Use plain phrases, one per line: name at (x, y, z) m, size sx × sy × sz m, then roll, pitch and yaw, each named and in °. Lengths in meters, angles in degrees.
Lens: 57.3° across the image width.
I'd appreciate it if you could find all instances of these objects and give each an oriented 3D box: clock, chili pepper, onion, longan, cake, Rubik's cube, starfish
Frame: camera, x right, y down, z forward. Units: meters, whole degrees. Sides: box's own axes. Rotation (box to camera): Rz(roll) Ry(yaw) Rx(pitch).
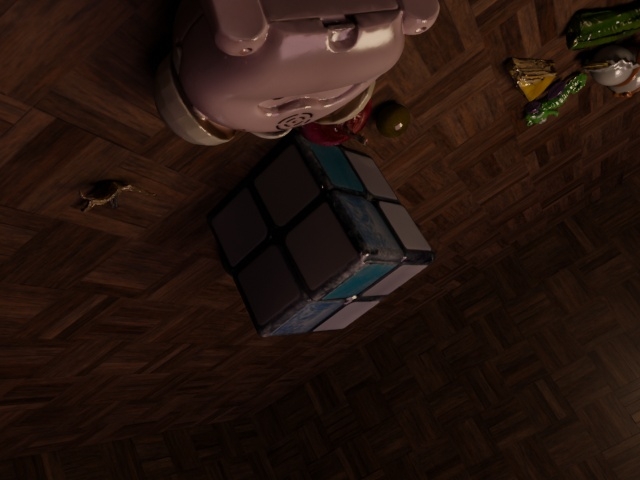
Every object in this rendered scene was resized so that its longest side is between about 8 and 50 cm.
clock at (-0.046, -0.255, 0.794) m, size 0.342 × 0.184 × 0.326 m, roll -9°, pitch 170°, yaw -22°
chili pepper at (0.712, -0.507, 1.358) m, size 0.359 × 0.076 × 0.084 m, roll -18°, pitch 131°, yaw -24°
onion at (0.043, -0.216, 1.082) m, size 0.150 × 0.140 × 0.150 m, roll -28°, pitch 159°, yaw -12°
longan at (0.154, -0.256, 1.242) m, size 0.075 × 0.075 × 0.083 m, roll -36°, pitch -162°, yaw 18°
cake at (0.504, -0.385, 1.359) m, size 0.116 × 0.079 × 0.185 m, roll -33°, pitch 154°, yaw 16°
Rubik's cube at (0.000, 0.000, 1.272) m, size 0.313 × 0.316 × 0.318 m, roll -41°, pitch 154°, yaw 26°
starfish at (-0.357, -0.083, 1.028) m, size 0.130 × 0.041 × 0.133 m, roll -14°, pitch -179°, yaw -21°

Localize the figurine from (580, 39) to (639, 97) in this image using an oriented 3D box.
figurine at (0.768, -0.433, 1.500) m, size 0.271 × 0.143 × 0.143 m, roll -19°, pitch 156°, yaw -27°

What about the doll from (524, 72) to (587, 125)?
doll at (0.628, -0.375, 1.565) m, size 0.190 × 0.050 × 0.115 m, roll -43°, pitch 151°, yaw 26°

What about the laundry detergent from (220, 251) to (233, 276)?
laundry detergent at (-0.188, 0.031, 1.457) m, size 0.137 × 0.063 × 0.211 m, roll -33°, pitch 156°, yaw 2°
